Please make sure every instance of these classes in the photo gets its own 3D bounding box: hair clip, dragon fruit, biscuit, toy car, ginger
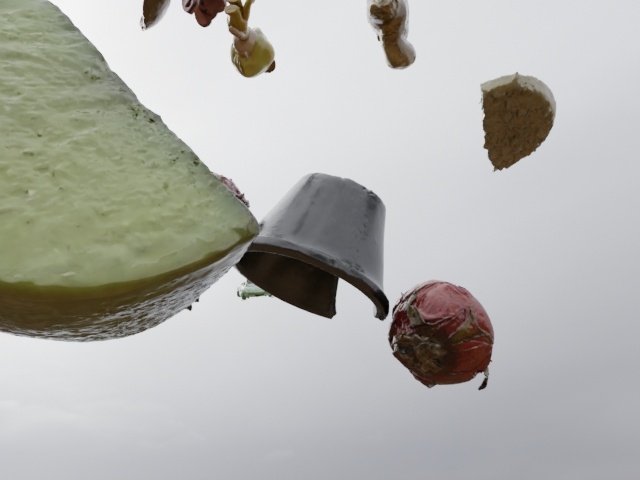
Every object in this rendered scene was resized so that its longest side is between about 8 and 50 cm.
[{"bbox_3d":[-0.353,-0.705,1.386,0.123,0.138,0.102,-36,-20,33],"label":"hair clip"},{"bbox_3d":[0.215,0.196,0.944,0.218,0.224,0.148,-3,3,35],"label":"dragon fruit"},{"bbox_3d":[0.478,-0.291,1.166,0.179,0.084,0.281,-13,-36,14],"label":"biscuit"},{"bbox_3d":[-0.190,0.139,1.389,0.093,0.058,0.186,-3,-2,-17],"label":"toy car"},{"bbox_3d":[0.101,-0.331,0.693,0.058,0.214,0.133,-14,-45,20],"label":"ginger"}]

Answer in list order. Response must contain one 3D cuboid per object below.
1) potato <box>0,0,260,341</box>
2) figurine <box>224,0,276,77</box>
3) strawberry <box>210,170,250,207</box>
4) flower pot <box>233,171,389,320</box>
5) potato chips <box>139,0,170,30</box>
[{"bbox_3d":[-0.254,-0.006,0.430,0.330,0.212,0.280,46,-37,15],"label":"potato"},{"bbox_3d":[-0.194,-0.531,1.279,0.131,0.157,0.246,1,-20,9],"label":"figurine"},{"bbox_3d":[-0.270,-0.051,1.059,0.205,0.244,0.206,0,-77,1],"label":"strawberry"},{"bbox_3d":[0.000,0.000,1.086,0.378,0.251,0.379,20,-21,8],"label":"flower pot"},{"bbox_3d":[-0.403,-0.615,1.198,0.061,0.195,0.208,13,-53,-24],"label":"potato chips"}]
